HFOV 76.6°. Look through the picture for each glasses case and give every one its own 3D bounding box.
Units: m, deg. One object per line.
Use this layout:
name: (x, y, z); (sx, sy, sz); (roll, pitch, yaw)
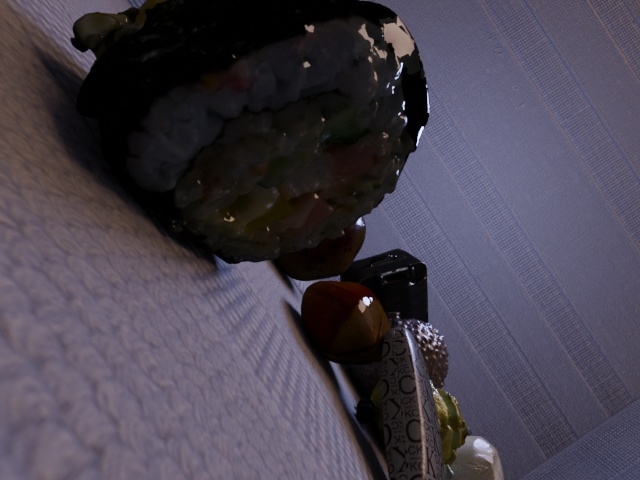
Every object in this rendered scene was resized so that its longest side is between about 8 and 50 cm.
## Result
glasses case: (0.159, 0.311, 0.710); (0.354, 0.085, 0.137); (-81, 151, -53)

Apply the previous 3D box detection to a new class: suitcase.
suitcase: (0.226, 0.243, 1.381); (0.194, 0.284, 0.432); (-136, -145, -61)

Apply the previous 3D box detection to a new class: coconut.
coconut: (0.362, 0.571, 1.014); (0.161, 0.162, 0.160); (30, 54, -53)

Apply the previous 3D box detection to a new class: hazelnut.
hazelnut: (0.047, 0.180, 0.874); (0.212, 0.181, 0.181); (56, 29, -32)

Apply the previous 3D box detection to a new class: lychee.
lychee: (0.212, 0.341, 1.132); (0.299, 0.300, 0.300); (57, -1, 2)

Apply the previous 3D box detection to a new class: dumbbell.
dumbbell: (0.093, 0.349, 0.832); (0.083, 0.040, 0.035); (61, 26, -78)

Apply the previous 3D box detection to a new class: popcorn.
popcorn: (0.203, 0.387, 0.887); (0.221, 0.184, 0.203); (16, -58, 66)

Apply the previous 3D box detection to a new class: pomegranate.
pomegranate: (-0.005, -0.024, 1.188); (0.290, 0.291, 0.323); (57, 11, 7)

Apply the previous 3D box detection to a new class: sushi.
sushi: (-0.075, -0.165, 0.490); (0.285, 0.329, 0.328); (63, 7, 31)

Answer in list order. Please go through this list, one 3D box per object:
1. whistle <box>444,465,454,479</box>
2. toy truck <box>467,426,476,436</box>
whistle: (0.277, 0.514, 0.970); (0.067, 0.126, 0.257); (20, 59, -42)
toy truck: (0.348, 0.621, 1.296); (0.338, 0.133, 0.184); (40, -35, 15)
